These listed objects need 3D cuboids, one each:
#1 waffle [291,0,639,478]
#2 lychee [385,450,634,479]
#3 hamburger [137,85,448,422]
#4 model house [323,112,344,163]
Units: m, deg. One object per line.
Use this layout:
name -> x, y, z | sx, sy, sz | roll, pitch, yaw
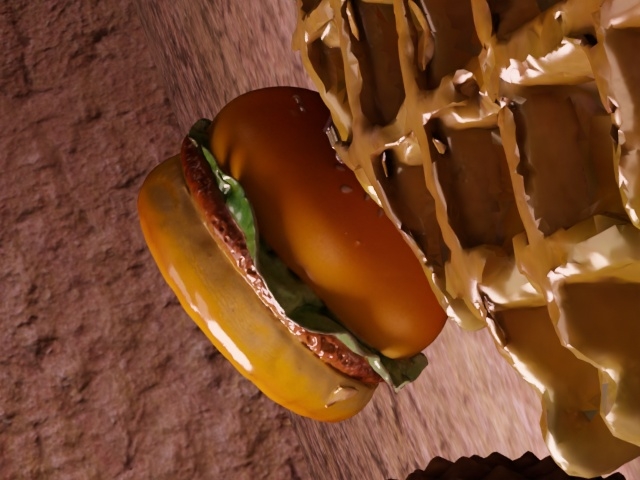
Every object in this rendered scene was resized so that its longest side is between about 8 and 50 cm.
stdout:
waffle -> 0.065, -0.136, 0.557 | 0.379, 0.095, 0.382 | -121, 27, -52
lychee -> 0.077, 0.222, 0.752 | 0.267, 0.267, 0.267 | 162, 90, -82
hamburger -> 0.000, 0.000, 1.124 | 0.246, 0.170, 0.246 | 47, -171, -10
model house -> 0.039, -0.086, 1.026 | 0.057, 0.083, 0.058 | -165, 58, -83
